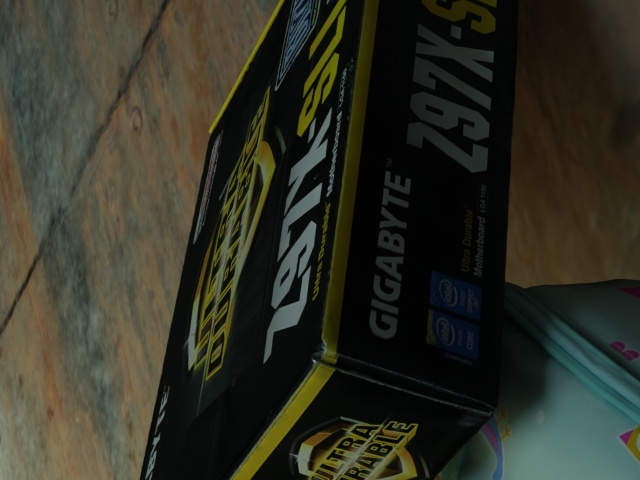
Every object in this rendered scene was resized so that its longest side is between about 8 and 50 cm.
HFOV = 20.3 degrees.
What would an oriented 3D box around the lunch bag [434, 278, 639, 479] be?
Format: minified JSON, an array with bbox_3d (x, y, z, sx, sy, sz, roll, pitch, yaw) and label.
[{"bbox_3d":[0.107,0.165,0.715,0.224,0.108,0.279,41,127,54],"label":"lunch bag"}]

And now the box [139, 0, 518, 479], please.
[{"bbox_3d":[0.000,0.000,0.815,0.257,0.079,0.322,127,158,-48],"label":"box"}]
